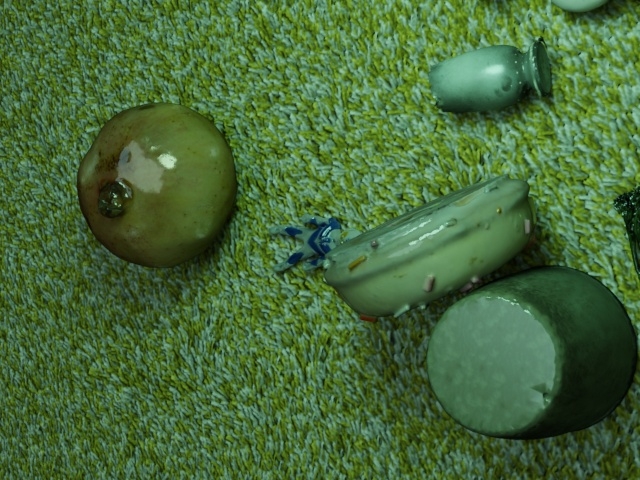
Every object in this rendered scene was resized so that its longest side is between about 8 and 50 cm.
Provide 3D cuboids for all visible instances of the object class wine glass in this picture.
[{"bbox_3d":[0.299,-0.285,1.807,0.205,0.111,0.111,-8,85,25],"label":"wine glass"}]

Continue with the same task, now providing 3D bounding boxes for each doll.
[{"bbox_3d":[0.000,0.000,2.001,0.227,0.057,0.113,-7,81,31],"label":"doll"}]

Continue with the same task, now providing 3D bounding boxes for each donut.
[{"bbox_3d":[0.188,0.015,1.725,0.383,0.383,0.142,-22,93,27],"label":"donut"}]

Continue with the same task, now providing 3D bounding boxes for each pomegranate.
[{"bbox_3d":[-0.336,-0.108,2.041,0.338,0.338,0.338,-1,88,29],"label":"pomegranate"}]

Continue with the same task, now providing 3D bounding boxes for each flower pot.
[{"bbox_3d":[0.330,0.181,1.655,0.294,0.330,0.293,-2,86,29],"label":"flower pot"}]

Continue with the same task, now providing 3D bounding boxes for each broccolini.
[{"bbox_3d":[0.538,0.005,1.714,0.074,0.058,0.201,1,105,43],"label":"broccolini"}]

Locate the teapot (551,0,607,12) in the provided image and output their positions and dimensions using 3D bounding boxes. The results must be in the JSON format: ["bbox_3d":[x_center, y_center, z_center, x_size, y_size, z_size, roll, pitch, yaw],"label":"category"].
[{"bbox_3d":[0.442,-0.459,1.740,0.226,0.092,0.145,37,104,45],"label":"teapot"}]
